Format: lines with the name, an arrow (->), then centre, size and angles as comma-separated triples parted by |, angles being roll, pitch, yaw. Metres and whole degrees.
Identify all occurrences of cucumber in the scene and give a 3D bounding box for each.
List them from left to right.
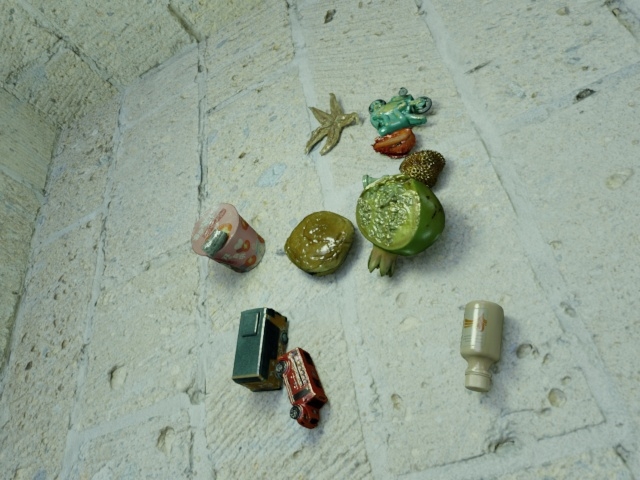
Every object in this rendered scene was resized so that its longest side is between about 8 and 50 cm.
cucumber -> -0.403, 0.007, 1.945 | 0.064, 0.064, 0.112 | 27, 77, 40

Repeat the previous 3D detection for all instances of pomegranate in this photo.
pomegranate -> 0.279, -0.047, 1.769 | 0.309, 0.216, 0.359 | 27, 109, 40

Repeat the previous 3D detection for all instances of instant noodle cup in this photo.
instant noodle cup -> -0.372, 0.006, 2.119 | 0.242, 0.231, 0.243 | -17, 54, 24

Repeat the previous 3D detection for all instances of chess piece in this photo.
chess piece -> 0.220, -0.232, 2.005 | 0.103, 0.067, 0.067 | -7, 58, 20

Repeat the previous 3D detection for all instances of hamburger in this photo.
hamburger -> -0.002, 0.001, 1.951 | 0.284, 0.134, 0.266 | 27, 81, 38

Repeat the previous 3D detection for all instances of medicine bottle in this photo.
medicine bottle -> 0.464, 0.307, 1.476 | 0.114, 0.114, 0.252 | -2, 62, 31

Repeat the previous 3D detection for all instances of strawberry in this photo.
strawberry -> 0.299, -0.384, 2.045 | 0.188, 0.082, 0.121 | -4, 44, 42

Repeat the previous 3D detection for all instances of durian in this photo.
durian -> 0.373, -0.262, 1.881 | 0.168, 0.137, 0.158 | 2, 42, 24

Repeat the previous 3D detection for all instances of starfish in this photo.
starfish -> 0.036, -0.530, 2.308 | 0.299, 0.060, 0.303 | -29, 56, 22

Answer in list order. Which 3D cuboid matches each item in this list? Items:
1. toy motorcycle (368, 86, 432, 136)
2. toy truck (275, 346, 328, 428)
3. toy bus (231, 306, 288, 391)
toy motorcycle -> 0.308, -0.518, 2.096 | 0.296, 0.109, 0.198 | 2, 64, 37
toy truck -> -0.056, 0.489, 1.698 | 0.114, 0.107, 0.253 | -35, 49, 10
toy bus -> -0.214, 0.383, 1.825 | 0.138, 0.167, 0.275 | -13, 55, 26
